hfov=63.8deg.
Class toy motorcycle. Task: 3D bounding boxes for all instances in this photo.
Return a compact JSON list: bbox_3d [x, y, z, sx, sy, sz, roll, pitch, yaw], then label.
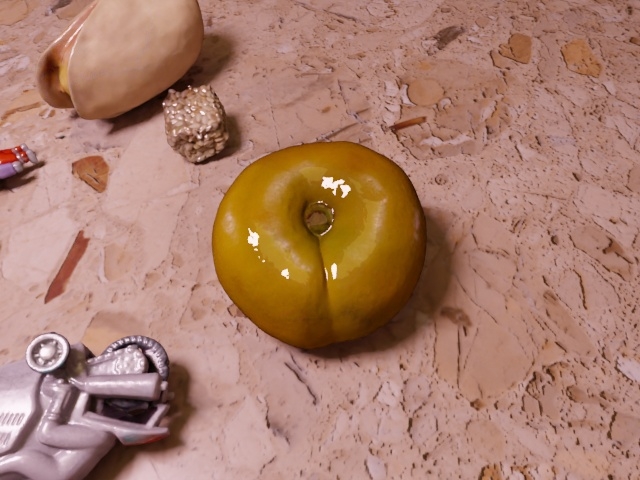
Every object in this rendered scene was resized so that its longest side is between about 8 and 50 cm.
[{"bbox_3d":[-0.267,0.190,0.487,0.260,0.110,0.171,-13,67,-15],"label":"toy motorcycle"}]

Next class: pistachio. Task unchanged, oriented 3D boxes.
[{"bbox_3d":[-0.319,-0.323,0.844,0.187,0.187,0.299,26,62,23],"label":"pistachio"}]

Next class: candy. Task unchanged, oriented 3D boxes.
[{"bbox_3d":[-0.190,-0.179,0.785,0.095,0.085,0.110,-22,56,-1],"label":"candy"}]

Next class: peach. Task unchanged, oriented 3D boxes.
[{"bbox_3d":[0.000,0.000,0.589,0.251,0.153,0.251,-2,67,4],"label":"peach"}]

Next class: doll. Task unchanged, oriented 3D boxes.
[{"bbox_3d":[-0.534,-0.090,0.742,0.227,0.075,0.102,-32,41,-32],"label":"doll"}]
